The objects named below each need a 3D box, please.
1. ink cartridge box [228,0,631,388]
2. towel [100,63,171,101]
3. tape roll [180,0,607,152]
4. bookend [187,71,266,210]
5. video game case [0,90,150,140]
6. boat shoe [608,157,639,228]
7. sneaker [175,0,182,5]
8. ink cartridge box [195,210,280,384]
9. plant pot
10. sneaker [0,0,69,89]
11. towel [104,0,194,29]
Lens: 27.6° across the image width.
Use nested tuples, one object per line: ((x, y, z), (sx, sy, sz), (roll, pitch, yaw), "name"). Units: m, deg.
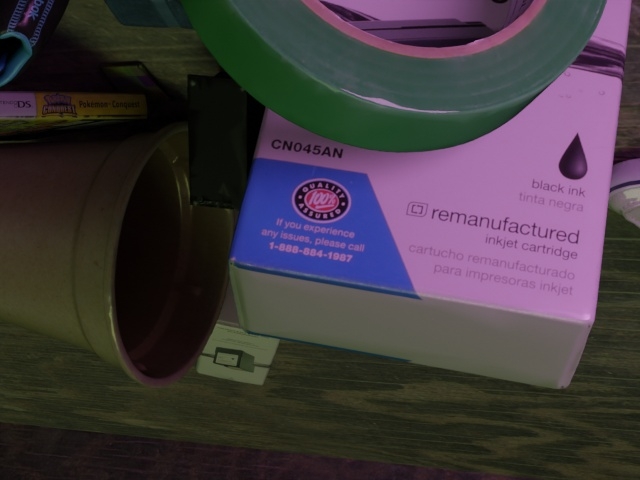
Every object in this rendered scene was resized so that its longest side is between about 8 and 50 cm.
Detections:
((0.104, -0.104, 1.114), (0.285, 0.395, 0.166), (9, 156, 6), "ink cartridge box")
((-0.224, -0.191, 1.577), (0.060, 0.009, 0.083), (2, 155, 26), "towel")
((0.051, -0.224, 0.939), (0.321, 0.321, 0.077), (17, 158, -11), "tape roll")
((-0.097, -0.135, 1.538), (0.072, 0.156, 0.157), (7, 113, 13), "bookend")
((-0.389, -0.148, 1.574), (0.275, 0.035, 0.248), (-4, -178, 41), "video game case")
((0.495, 0.021, 1.525), (0.367, 0.156, 0.136), (17, 157, -13), "boat shoe")
((-0.167, -0.311, 1.130), (0.236, 0.130, 0.323), (20, 163, 6), "sneaker")
((-0.108, 0.079, 1.921), (0.115, 0.198, 0.273), (12, 158, -4), "ink cartridge box")
((-0.316, 0.001, 1.664), (0.305, 0.334, 0.334), (7, 158, 20), "plant pot")
((-0.373, -0.227, 1.393), (0.125, 0.140, 0.341), (21, 158, -27), "sneaker")
((-0.164, -0.250, 1.377), (0.119, 0.029, 0.067), (5, 157, 16), "towel")
